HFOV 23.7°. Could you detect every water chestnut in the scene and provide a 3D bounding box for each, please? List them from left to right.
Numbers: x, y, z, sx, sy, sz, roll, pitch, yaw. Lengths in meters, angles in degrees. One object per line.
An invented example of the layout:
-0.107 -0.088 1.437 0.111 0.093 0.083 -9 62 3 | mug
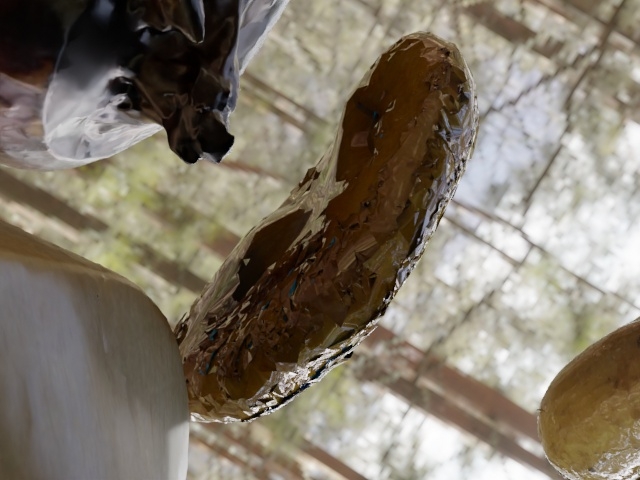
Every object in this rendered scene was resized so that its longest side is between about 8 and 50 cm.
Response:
-0.129 -0.163 0.970 0.300 0.300 0.300 -57 175 -8 | water chestnut

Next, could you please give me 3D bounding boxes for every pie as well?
0.001 0.000 0.852 0.273 0.069 0.273 -53 -172 12 | pie

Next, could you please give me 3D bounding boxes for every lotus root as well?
0.304 0.150 1.438 0.160 0.146 0.284 -4 150 -29 | lotus root

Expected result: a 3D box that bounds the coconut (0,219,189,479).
-0.239 0.135 0.678 0.415 0.415 0.344 17 98 -85 | coconut
